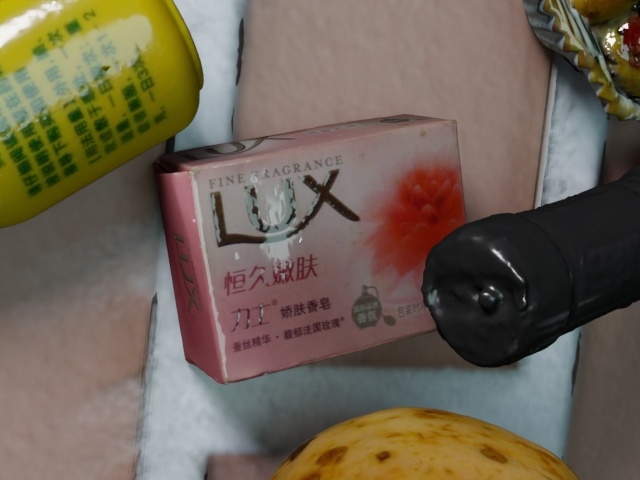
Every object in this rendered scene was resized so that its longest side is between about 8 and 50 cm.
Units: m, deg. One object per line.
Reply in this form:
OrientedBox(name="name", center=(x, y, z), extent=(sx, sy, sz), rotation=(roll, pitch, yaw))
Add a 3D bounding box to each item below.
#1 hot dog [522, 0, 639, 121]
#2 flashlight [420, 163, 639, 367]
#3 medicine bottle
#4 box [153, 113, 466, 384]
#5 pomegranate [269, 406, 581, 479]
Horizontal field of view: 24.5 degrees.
OrientedBox(name="hot dog", center=(0.218, -0.183, 0.795), extent=(0.270, 0.082, 0.163), rotation=(-43, 112, -13))
OrientedBox(name="flashlight", center=(0.151, 0.002, 0.754), extent=(0.232, 0.093, 0.093), rotation=(-17, 106, -43))
OrientedBox(name="medicine bottle", center=(-0.174, -0.032, 0.638), extent=(0.260, 0.064, 0.095), rotation=(-33, 122, -15))
OrientedBox(name="box", center=(0.000, 0.000, 0.732), extent=(0.156, 0.060, 0.111), rotation=(-14, 102, -24))
OrientedBox(name="pomegranate", center=(0.055, 0.193, 0.702), extent=(0.215, 0.215, 0.215), rotation=(-4, 100, -25))
